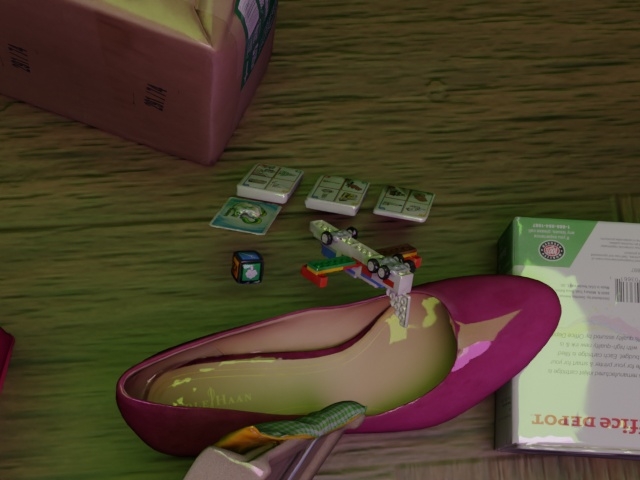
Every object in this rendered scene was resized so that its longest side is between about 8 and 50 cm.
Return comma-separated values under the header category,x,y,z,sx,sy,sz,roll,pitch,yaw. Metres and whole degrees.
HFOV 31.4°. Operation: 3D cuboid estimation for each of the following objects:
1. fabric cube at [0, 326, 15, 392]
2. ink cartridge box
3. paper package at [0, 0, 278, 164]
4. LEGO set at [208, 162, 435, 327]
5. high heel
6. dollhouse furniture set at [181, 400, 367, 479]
category,x,y,z,sx,sy,sz,roll,pitch,yaw
fabric cube,-0.418,0.146,0.912,0.254,0.258,0.259,11,75,-1
ink cartridge box,0.246,0.094,1.063,0.154,0.093,0.212,3,74,-3
paper package,-0.195,-0.223,0.992,0.309,0.325,0.168,19,75,0
LEGO set,0.000,0.000,1.010,0.182,0.244,0.060,10,112,7
high heel,0.022,0.100,0.957,0.377,0.181,0.127,-23,67,3
dollhouse furniture set,-0.129,0.217,0.893,0.151,0.197,0.302,38,108,17
